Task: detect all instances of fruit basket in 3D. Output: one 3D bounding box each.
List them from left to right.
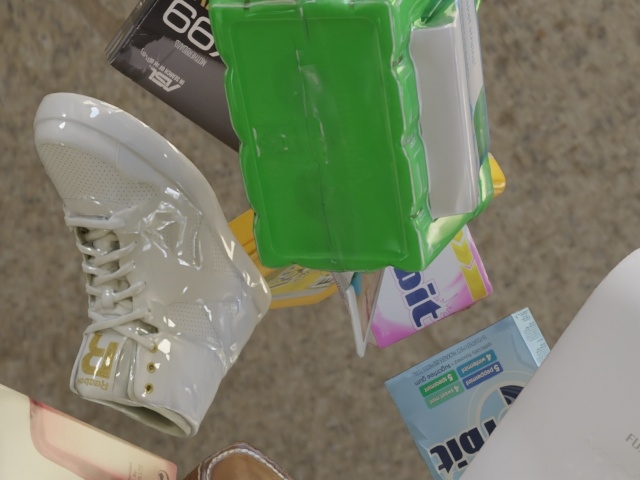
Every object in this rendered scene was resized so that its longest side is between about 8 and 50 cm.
[{"bbox_3d":[0.051,-0.153,1.019,0.165,0.353,0.327,5,126,21],"label":"fruit basket"}]

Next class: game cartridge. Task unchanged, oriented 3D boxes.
[{"bbox_3d":[0.000,0.000,1.549,0.285,0.052,0.324,-32,168,30],"label":"game cartridge"}]

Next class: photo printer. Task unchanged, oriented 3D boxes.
[{"bbox_3d":[0.263,0.177,1.195,0.307,0.256,0.107,-56,151,12],"label":"photo printer"}]

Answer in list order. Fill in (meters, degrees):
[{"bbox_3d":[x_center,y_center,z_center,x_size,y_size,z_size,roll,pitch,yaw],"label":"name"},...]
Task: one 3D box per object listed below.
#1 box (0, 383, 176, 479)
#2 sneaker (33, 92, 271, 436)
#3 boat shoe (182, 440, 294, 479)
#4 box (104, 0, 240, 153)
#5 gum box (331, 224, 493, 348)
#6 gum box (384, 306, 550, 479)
[{"bbox_3d":[-0.263,0.235,1.396,0.149,0.126,0.232,-22,140,35],"label":"box"},{"bbox_3d":[-0.145,0.035,1.183,0.108,0.169,0.292,3,145,35],"label":"sneaker"},{"bbox_3d":[0.023,0.281,1.124,0.123,0.324,0.120,-28,167,-39],"label":"boat shoe"},{"bbox_3d":[-0.033,-0.203,1.633,0.307,0.076,0.242,35,99,-21],"label":"box"},{"bbox_3d":[0.055,-0.012,1.262,0.107,0.062,0.188,-25,102,-12],"label":"gum box"},{"bbox_3d":[0.166,0.178,1.443,0.157,0.184,0.041,-32,170,32],"label":"gum box"}]
